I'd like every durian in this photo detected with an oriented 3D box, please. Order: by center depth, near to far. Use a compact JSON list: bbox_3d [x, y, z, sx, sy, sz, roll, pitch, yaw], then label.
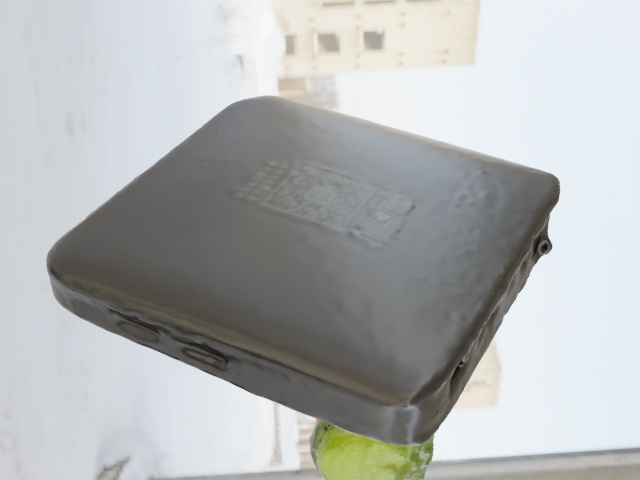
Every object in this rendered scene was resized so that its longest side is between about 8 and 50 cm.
[{"bbox_3d":[0.061,0.225,1.172,0.250,0.139,0.101,96,17,-44],"label":"durian"}]

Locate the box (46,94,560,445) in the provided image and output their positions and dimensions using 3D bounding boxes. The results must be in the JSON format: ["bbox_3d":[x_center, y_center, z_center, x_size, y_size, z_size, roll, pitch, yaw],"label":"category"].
[{"bbox_3d":[0.000,0.000,0.730,0.290,0.289,0.073,-49,151,-48],"label":"box"}]
